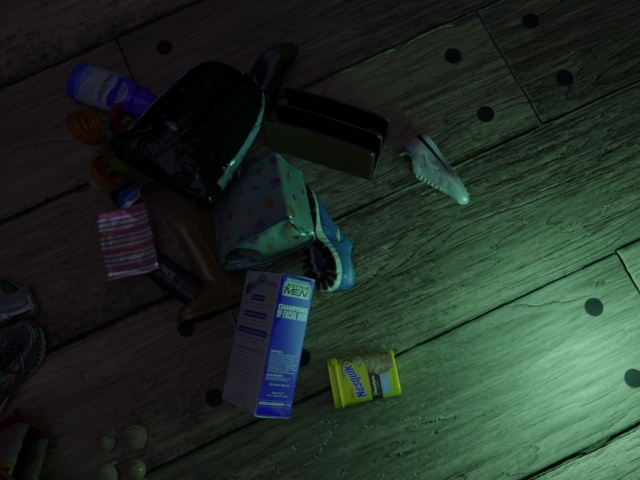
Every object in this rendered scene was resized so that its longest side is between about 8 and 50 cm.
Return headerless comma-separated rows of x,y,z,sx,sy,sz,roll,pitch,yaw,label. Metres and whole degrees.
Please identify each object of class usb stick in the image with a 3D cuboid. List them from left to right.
-0.423,0.084,1.628,0.278,0.045,0.077,35,82,10,usb stick

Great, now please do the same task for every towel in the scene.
-0.520,0.003,1.614,0.144,0.029,0.197,-15,73,-5,towel

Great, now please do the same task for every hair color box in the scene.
-0.130,0.248,1.487,0.110,0.185,0.338,13,83,-33,hair color box

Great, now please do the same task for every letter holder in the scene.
0.020,-0.302,1.597,0.302,0.214,0.151,18,80,7,letter holder

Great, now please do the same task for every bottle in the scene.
-0.575,-0.413,1.715,0.283,0.092,0.118,21,85,7,bottle

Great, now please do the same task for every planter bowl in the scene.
-0.391,-0.147,1.629,0.162,0.162,0.109,15,58,6,planter bowl

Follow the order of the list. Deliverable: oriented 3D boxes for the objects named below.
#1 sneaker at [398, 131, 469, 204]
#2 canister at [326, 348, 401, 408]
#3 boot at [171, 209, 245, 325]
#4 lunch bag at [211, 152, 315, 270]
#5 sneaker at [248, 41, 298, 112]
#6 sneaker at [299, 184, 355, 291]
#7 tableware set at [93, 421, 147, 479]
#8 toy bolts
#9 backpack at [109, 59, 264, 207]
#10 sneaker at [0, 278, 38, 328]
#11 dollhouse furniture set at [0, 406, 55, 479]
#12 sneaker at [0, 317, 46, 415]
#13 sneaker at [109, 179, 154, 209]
0.312,-0.182,1.632,0.095,0.090,0.235,-38,75,8,sneaker
0.109,0.349,1.530,0.170,0.073,0.126,-11,78,-1,canister
-0.322,0.070,1.569,0.236,0.089,0.269,-18,76,-45,boot
-0.164,-0.059,1.545,0.262,0.160,0.223,-27,56,23,lunch bag
-0.157,-0.436,1.703,0.286,0.109,0.130,-45,86,3,sneaker
0.000,0.000,1.592,0.130,0.147,0.329,-34,59,25,sneaker
-0.516,0.557,1.548,0.141,0.020,0.168,-4,77,0,tableware set
-0.601,-0.262,1.623,0.159,0.218,0.228,-32,36,29,toy bolts
-0.296,-0.284,1.516,0.290,0.273,0.355,29,82,0,backpack
-0.889,0.173,1.625,0.229,0.086,0.132,-16,73,-11,sneaker
-0.855,0.602,1.451,0.374,0.201,0.152,-30,120,3,dollhouse furniture set
-0.827,0.345,1.563,0.121,0.112,0.299,25,80,8,sneaker
-0.520,-0.154,1.676,0.152,0.058,0.084,-45,88,1,sneaker
